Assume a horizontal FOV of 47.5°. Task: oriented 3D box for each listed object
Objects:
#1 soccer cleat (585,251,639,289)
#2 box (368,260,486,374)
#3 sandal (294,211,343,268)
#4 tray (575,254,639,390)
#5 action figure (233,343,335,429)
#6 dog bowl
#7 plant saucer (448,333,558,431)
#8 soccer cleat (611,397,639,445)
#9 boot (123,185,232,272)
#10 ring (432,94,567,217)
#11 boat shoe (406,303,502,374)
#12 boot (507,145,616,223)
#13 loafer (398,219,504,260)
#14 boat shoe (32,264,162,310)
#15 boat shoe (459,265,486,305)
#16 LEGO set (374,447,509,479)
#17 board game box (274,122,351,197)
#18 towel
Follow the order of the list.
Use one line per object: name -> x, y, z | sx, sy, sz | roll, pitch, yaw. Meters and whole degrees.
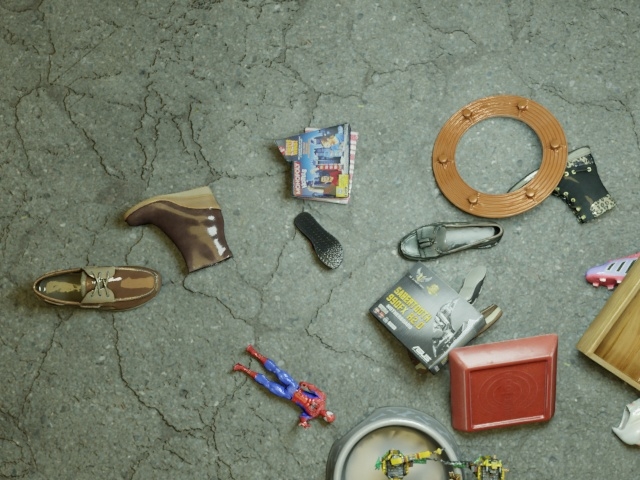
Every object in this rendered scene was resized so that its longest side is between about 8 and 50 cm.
soccer cleat -> 0.783, 0.069, 1.819 | 0.248, 0.083, 0.095 | 0, 72, 0
box -> 0.259, 0.186, 1.778 | 0.183, 0.056, 0.231 | -43, 54, -3
sandal -> 0.000, 0.000, 1.878 | 0.067, 0.040, 0.179 | -35, 68, -8
tray -> 0.821, 0.149, 1.750 | 0.203, 0.076, 0.411 | 33, 96, -9
action figure -> -0.083, 0.367, 1.782 | 0.280, 0.139, 0.091 | 33, 86, 3
dog bowl -> 0.184, 0.579, 1.757 | 0.348, 0.102, 0.349 | 0, 83, 1
plant saucer -> 0.442, 0.353, 1.730 | 0.259, 0.048, 0.258 | -9, 120, 0
soccer cleat -> 0.793, 0.409, 1.777 | 0.076, 0.068, 0.196 | 36, 88, 9
boot -> -0.365, -0.016, 1.862 | 0.248, 0.090, 0.207 | -16, 80, -4
ring -> 0.449, -0.220, 1.838 | 0.336, 0.032, 0.337 | -6, 70, 17
boat shoe -> 0.327, 0.223, 1.806 | 0.257, 0.095, 0.095 | -35, 77, -2
boot -> 0.615, -0.115, 1.845 | 0.236, 0.085, 0.179 | -28, 85, 0
loafer -> 0.330, -0.010, 1.839 | 0.267, 0.084, 0.096 | -10, 82, 1
boat shoe -> -0.567, 0.121, 1.837 | 0.324, 0.116, 0.123 | -6, 82, 1
boat shoe -> 0.388, 0.117, 1.833 | 0.046, 0.038, 0.125 | 0, 43, 38
LEGO set -> 0.275, 0.588, 1.604 | 0.331, 0.192, 0.255 | 11, 83, 3
board game box -> -0.021, -0.202, 1.866 | 0.194, 0.060, 0.194 | 1, 82, 7
towel -> 0.017, -0.198, 1.907 | 0.144, 0.029, 0.197 | 7, 82, 6
